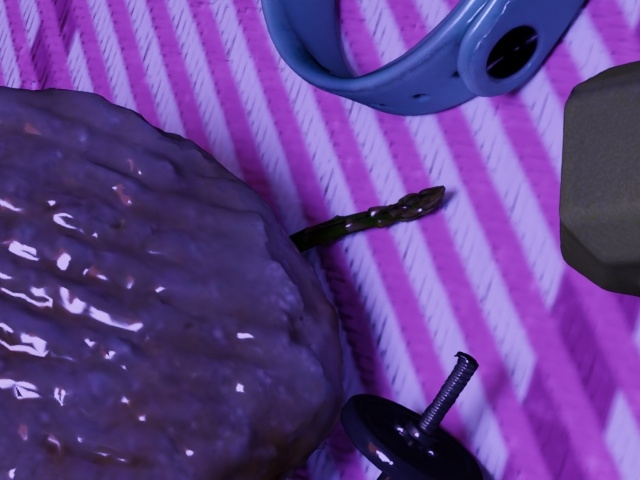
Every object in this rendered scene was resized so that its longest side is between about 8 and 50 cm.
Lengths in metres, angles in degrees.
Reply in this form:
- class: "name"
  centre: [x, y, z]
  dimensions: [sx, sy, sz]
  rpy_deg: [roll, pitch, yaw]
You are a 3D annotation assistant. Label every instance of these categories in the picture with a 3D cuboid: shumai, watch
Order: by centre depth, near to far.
- class: "watch"
  centre: [0.059, -0.175, 0.653]
  dimensions: [0.237, 0.068, 0.195]
  rpy_deg: [-53, 49, 19]
- class: "shumai"
  centre: [-0.148, 0.087, 0.698]
  dimensions: [0.314, 0.262, 0.267]
  rpy_deg: [5, 63, 0]

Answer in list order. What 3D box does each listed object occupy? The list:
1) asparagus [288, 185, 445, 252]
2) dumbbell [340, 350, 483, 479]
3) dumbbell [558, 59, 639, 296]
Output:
- class: "asparagus"
  centre: [0.000, 0.000, 0.690]
  dimensions: [0.163, 0.016, 0.016]
  rpy_deg: [-21, 37, 37]
- class: "dumbbell"
  centre: [0.024, 0.109, 0.593]
  dimensions: [0.069, 0.069, 0.147]
  rpy_deg: [44, 108, 42]
- class: "dumbbell"
  centre: [0.131, 0.088, 0.471]
  dimensions: [0.108, 0.121, 0.302]
  rpy_deg: [144, 131, -67]
